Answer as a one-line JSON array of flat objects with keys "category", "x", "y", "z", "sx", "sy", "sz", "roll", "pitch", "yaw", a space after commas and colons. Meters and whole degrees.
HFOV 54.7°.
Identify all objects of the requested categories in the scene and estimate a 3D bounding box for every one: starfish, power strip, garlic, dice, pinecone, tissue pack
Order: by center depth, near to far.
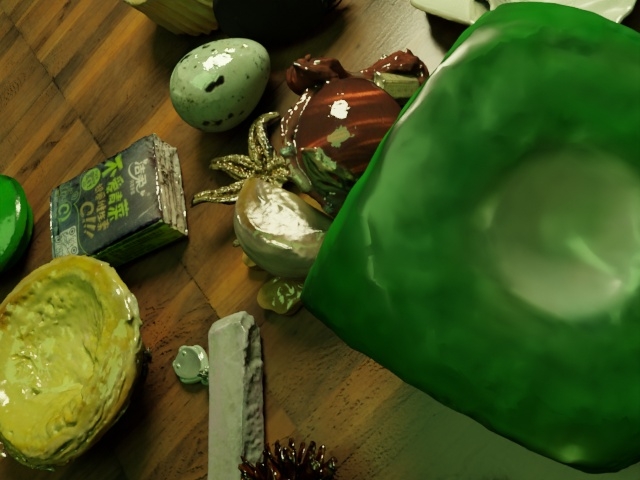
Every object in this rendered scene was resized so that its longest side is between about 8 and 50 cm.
[{"category": "dice", "x": 0.175, "y": -0.001, "z": 0.544, "sx": 0.287, "sy": 0.300, "sz": 0.297, "roll": 31, "pitch": 90, "yaw": 6}, {"category": "pinecone", "x": -0.029, "y": 0.288, "z": 0.693, "sx": 0.121, "sy": 0.140, "sz": 0.140, "roll": -23, "pitch": 60, "yaw": -12}, {"category": "garlic", "x": -0.043, "y": -0.004, "z": 0.786, "sx": 0.195, "sy": 0.087, "sz": 0.101, "roll": 29, "pitch": 81, "yaw": 28}, {"category": "power strip", "x": -0.178, "y": 0.176, "z": 0.865, "sx": 0.083, "sy": 0.035, "sz": 0.055, "roll": 20, "pitch": 83, "yaw": 34}, {"category": "starfish", "x": -0.080, "y": -0.095, "z": 0.896, "sx": 0.238, "sy": 0.057, "sz": 0.213, "roll": -16, "pitch": 60, "yaw": 15}, {"category": "tissue pack", "x": -0.331, "y": -0.046, "z": 1.000, "sx": 0.235, "sy": 0.073, "sz": 0.173, "roll": -24, "pitch": 64, "yaw": 19}]

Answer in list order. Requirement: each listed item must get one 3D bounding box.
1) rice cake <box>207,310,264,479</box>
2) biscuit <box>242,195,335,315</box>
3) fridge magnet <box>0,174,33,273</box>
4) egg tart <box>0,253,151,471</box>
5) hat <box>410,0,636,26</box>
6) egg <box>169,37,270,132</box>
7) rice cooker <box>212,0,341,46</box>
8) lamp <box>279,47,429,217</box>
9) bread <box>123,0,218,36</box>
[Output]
[{"category": "rice cake", "x": -0.106, "y": 0.271, "z": 0.779, "sx": 0.072, "sy": 0.056, "sz": 0.365, "roll": -15, "pitch": 67, "yaw": 29}, {"category": "biscuit", "x": 0.002, "y": 0.002, "z": 0.831, "sx": 0.236, "sy": 0.040, "sz": 0.144, "roll": -32, "pitch": 66, "yaw": 17}, {"category": "fridge magnet", "x": -0.604, "y": -0.020, "z": 1.128, "sx": 0.208, "sy": 0.088, "sz": 0.208, "roll": -10, "pitch": 69, "yaw": 26}, {"category": "egg tart", "x": -0.364, "y": 0.172, "z": 0.915, "sx": 0.315, "sy": 0.120, "sz": 0.315, "roll": -8, "pitch": 70, "yaw": 24}, {"category": "hat", "x": 0.249, "y": -0.356, "z": 0.776, "sx": 0.301, "sy": 0.168, "sz": 0.258, "roll": 36, "pitch": 109, "yaw": 56}, {"category": "egg", "x": -0.150, "y": -0.239, "z": 0.934, "sx": 0.164, "sy": 0.131, "sz": 0.131, "roll": -43, "pitch": 59, "yaw": 13}, {"category": "rice cooker", "x": -0.066, "y": -0.380, "z": 0.935, "sx": 0.203, "sy": 0.142, "sz": 0.118, "roll": -17, "pitch": 54, "yaw": 17}, {"category": "lamp", "x": 0.052, "y": -0.137, "z": 0.758, "sx": 0.151, "sy": 0.215, "sz": 0.223, "roll": 2, "pitch": 93, "yaw": 63}, {"category": "bread", "x": -0.189, "y": -0.540, "z": 1.051, "sx": 0.236, "sy": 0.183, "sz": 0.388, "roll": 17, "pitch": 88, "yaw": 46}]
